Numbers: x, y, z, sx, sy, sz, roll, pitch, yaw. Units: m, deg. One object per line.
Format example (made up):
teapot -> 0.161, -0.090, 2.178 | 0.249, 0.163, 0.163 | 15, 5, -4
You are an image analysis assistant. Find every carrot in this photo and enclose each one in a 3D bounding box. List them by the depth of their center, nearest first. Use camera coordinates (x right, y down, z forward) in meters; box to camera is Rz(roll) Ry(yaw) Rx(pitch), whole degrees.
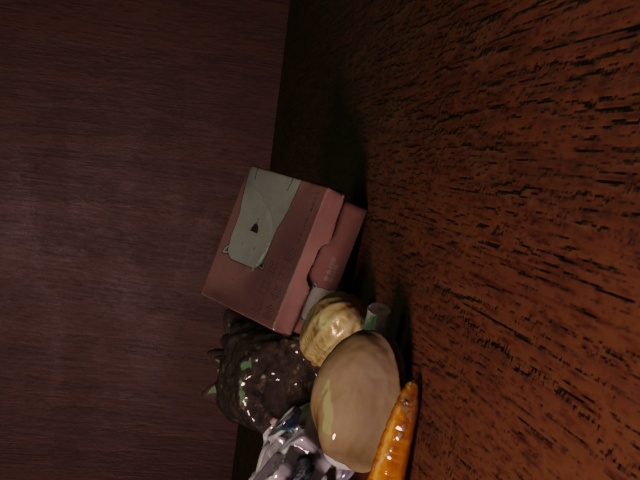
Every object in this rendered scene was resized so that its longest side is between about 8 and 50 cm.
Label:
carrot -> 0.063, 0.266, 1.108 | 0.061, 0.061, 0.256 | -141, 61, -81

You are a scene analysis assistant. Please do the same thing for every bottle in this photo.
bottle -> 0.050, 0.169, 1.275 | 0.060, 0.060, 0.217 | -97, 17, -59

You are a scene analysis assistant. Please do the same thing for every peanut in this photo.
peanut -> 0.017, 0.120, 1.443 | 0.194, 0.083, 0.093 | 118, 163, -71

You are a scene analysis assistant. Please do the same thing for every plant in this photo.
plant -> -0.068, 0.202, 1.690 | 0.321, 0.194, 0.181 | -160, 80, -75

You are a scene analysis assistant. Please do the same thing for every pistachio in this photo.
pistachio -> 0.043, 0.169, 1.169 | 0.113, 0.113, 0.149 | -170, 94, -82

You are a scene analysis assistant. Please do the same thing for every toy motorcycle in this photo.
toy motorcycle -> -0.035, 0.287, 1.423 | 0.171, 0.110, 0.260 | -47, 4, 27

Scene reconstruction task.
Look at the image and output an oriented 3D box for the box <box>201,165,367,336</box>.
box -> -0.053, 0.016, 1.582 | 0.215, 0.086, 0.215 | 19, 89, 53
